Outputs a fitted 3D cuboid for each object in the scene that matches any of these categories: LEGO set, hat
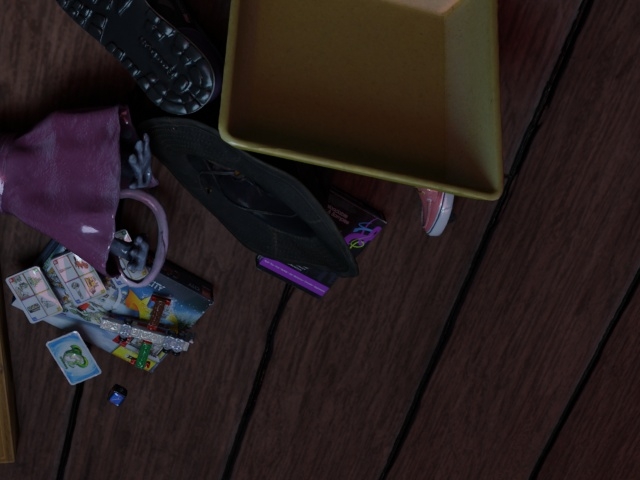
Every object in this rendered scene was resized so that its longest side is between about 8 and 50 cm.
[{"bbox_3d":[-0.294,0.111,1.501,0.183,0.060,0.244,-23,113,6],"label":"LEGO set"},{"bbox_3d":[-0.063,-0.092,1.368,0.331,0.331,0.134,43,69,-30],"label":"hat"}]

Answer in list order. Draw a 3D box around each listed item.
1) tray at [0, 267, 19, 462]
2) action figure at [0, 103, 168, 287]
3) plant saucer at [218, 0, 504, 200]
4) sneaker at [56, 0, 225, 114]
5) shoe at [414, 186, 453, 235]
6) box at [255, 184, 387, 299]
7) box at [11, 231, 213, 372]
[{"bbox_3d":[-0.547,0.149,1.515,0.203,0.076,0.410,-1,125,-9],"label":"tray"},{"bbox_3d":[-0.381,-0.095,1.336,0.370,0.276,0.248,10,81,10],"label":"action figure"},{"bbox_3d":[0.045,-0.205,1.259,0.333,0.332,0.081,11,152,-16],"label":"plant saucer"},{"bbox_3d":[-0.217,-0.275,1.270,0.107,0.124,0.283,-33,98,20],"label":"sneaker"},{"bbox_3d":[0.141,-0.090,1.474,0.081,0.063,0.178,4,118,-11],"label":"shoe"},{"bbox_3d":[0.000,0.000,1.530,0.116,0.029,0.162,29,116,-26],"label":"box"},{"bbox_3d":[-0.291,0.077,1.524,0.233,0.044,0.159,31,114,-26],"label":"box"}]
